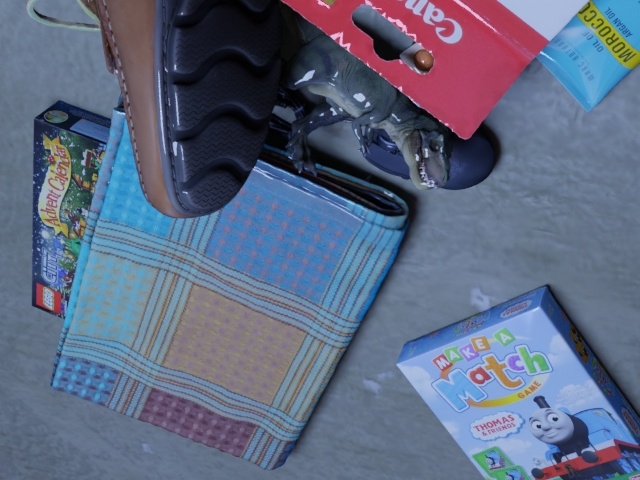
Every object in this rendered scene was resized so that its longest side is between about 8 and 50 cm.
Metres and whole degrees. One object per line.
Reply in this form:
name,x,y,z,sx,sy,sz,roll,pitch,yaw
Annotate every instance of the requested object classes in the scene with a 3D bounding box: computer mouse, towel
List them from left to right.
towel,-0.102,0.061,0.933,0.271,0.040,0.370,22,126,-3
computer mouse,0.026,-0.094,0.822,0.242,0.041,0.071,16,127,14

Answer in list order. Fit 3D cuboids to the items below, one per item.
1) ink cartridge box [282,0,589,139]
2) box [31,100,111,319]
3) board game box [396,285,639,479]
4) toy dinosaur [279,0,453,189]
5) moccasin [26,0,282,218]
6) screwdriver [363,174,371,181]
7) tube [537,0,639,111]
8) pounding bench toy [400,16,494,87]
ink cartridge box,0.100,-0.204,0.663,0.181,0.056,0.224,37,103,-3
box,-0.205,-0.005,0.976,0.159,0.044,0.233,20,127,10
board game box,0.194,0.157,0.914,0.160,0.039,0.211,-28,106,35
toy dinosaur,-0.006,-0.127,0.781,0.118,0.064,0.268,-43,82,24
moccasin,-0.125,-0.204,0.714,0.147,0.139,0.380,-2,104,39
screwdriver,0.000,0.000,0.907,0.170,0.024,0.025,-45,68,35
tube,0.235,-0.176,0.680,0.080,0.052,0.207,50,133,0
pounding bench toy,0.089,-0.135,0.752,0.083,0.065,0.052,-30,106,35
